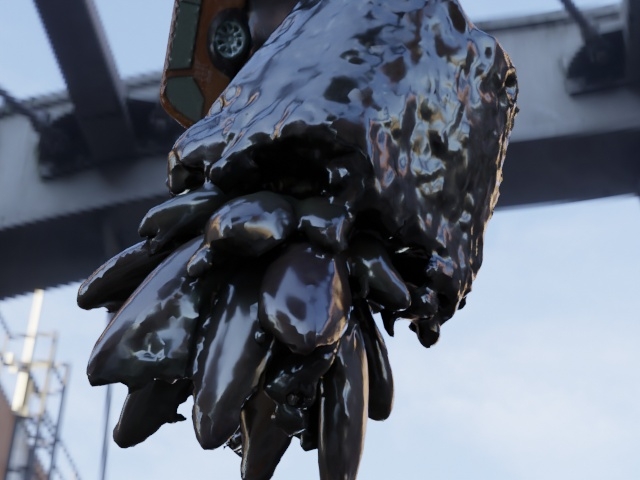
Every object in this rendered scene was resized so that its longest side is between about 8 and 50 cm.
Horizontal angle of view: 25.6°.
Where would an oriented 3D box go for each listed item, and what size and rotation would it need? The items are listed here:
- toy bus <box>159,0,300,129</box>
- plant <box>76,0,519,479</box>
[{"bbox_3d":[-0.044,-0.279,1.108,0.092,0.093,0.409,18,-77,31],"label":"toy bus"},{"bbox_3d":[0.000,0.000,0.821,0.194,0.320,0.181,-6,-41,48],"label":"plant"}]
